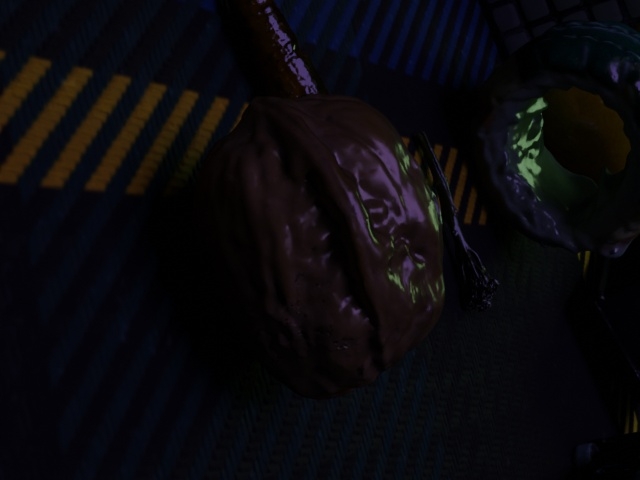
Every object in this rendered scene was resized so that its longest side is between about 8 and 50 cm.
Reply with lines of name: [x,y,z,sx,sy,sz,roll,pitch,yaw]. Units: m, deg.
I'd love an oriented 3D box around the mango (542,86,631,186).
mango: [0.373,-0.164,1.538,0.262,0.167,0.130,47,54,-40]

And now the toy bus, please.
toy bus: [0.372,0.345,1.305,0.275,0.139,0.167,-22,96,-60]

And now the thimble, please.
thimble: [0.327,-0.124,1.344,0.167,0.254,0.288,-46,116,-54]

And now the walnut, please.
walnut: [0.000,0.000,0.844,0.198,0.198,0.244,-40,110,-56]

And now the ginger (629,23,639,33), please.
ginger: [0.639,-0.379,1.992,0.269,0.223,0.200,48,31,-27]

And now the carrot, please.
carrot: [-0.013,-0.109,1.005,0.314,0.066,0.066,62,33,-11]

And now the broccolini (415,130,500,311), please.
broccolini: [0.149,-0.020,1.239,0.044,0.042,0.218,-24,89,-57]

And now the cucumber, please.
cucumber: [0.445,0.167,1.592,0.220,0.046,0.070,40,37,-43]

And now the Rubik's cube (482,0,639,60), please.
Rubik's cube: [0.361,-0.417,1.560,0.238,0.237,0.237,64,31,-13]

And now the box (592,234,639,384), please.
box: [0.560,0.087,1.597,0.251,0.205,0.345,59,25,-10]
